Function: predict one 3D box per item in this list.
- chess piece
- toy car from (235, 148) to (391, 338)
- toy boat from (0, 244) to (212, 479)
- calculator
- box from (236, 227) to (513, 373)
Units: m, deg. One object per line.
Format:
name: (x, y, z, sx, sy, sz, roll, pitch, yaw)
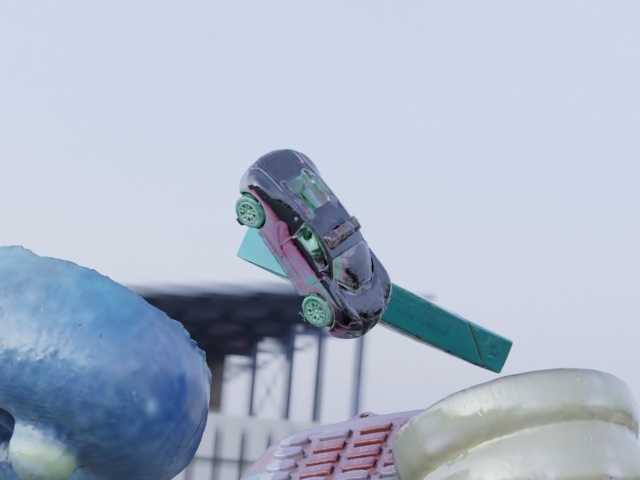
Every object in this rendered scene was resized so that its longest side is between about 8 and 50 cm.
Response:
chess piece: (0.146, 0.244, 1.030, 0.167, 0.299, 0.167, -9, -26, -4)
toy car: (0.000, 0.000, 1.184, 0.069, 0.142, 0.055, -32, -3, -46)
toy boat: (-0.208, 0.110, 1.112, 0.330, 0.123, 0.215, -6, -46, 47)
calculator: (0.015, 0.238, 1.570, 0.220, 0.048, 0.329, -13, 18, 18)
box: (0.051, 0.055, 1.619, 0.226, 0.042, 0.161, 26, -2, -32)
